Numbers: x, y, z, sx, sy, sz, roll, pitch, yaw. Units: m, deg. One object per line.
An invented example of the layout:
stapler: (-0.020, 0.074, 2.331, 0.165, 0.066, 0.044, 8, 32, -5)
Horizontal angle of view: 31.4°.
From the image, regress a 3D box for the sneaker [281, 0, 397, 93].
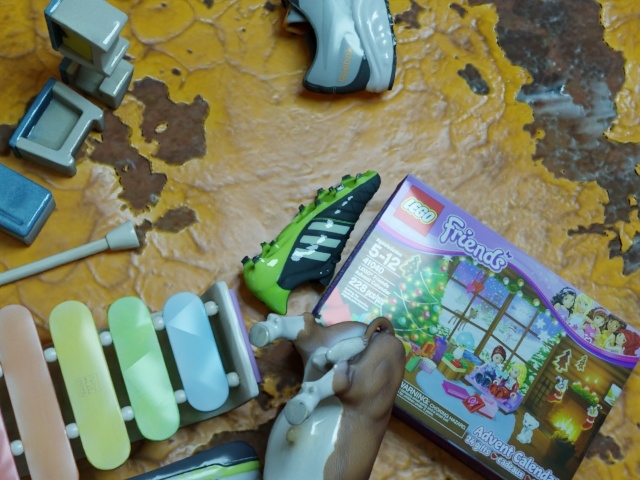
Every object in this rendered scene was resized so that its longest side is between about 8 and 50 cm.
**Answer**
sneaker: (0.004, -0.278, 1.181, 0.108, 0.100, 0.271, -11, 78, -4)

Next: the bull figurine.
bull figurine: (-0.014, 0.208, 0.989, 0.101, 0.188, 0.310, 12, 85, 34)

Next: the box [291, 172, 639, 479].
box: (0.148, 0.099, 1.111, 0.293, 0.057, 0.201, 34, 74, -2)

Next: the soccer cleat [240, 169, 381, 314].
soccer cleat: (0.000, 0.000, 1.135, 0.179, 0.060, 0.072, -42, 106, -17)

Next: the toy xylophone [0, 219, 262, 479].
toy xylophone: (-0.230, 0.112, 1.060, 0.323, 0.081, 0.236, -24, 79, -12)

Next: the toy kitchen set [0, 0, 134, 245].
toy kitchen set: (-0.281, -0.128, 1.070, 0.122, 0.166, 0.207, 28, 74, 1)

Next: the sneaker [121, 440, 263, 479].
sneaker: (-0.150, 0.259, 1.031, 0.235, 0.084, 0.097, -18, 80, -11)
